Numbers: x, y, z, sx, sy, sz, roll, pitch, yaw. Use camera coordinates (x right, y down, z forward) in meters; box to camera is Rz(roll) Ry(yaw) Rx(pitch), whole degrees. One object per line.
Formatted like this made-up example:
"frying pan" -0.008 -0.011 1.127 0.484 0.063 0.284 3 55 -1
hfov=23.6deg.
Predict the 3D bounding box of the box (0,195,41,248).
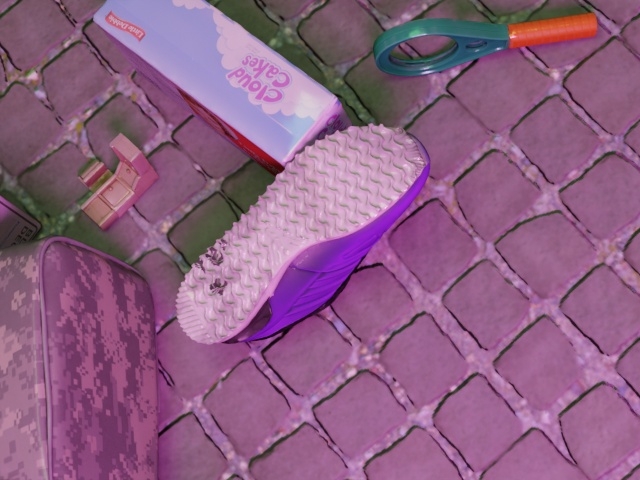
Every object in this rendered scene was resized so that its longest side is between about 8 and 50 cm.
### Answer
"box" -0.415 -0.057 1.538 0.169 0.290 0.087 32 84 16

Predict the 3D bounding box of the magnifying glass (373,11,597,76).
"magnifying glass" 0.169 -0.208 1.579 0.231 0.092 0.026 -6 69 -1

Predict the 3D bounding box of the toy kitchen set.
"toy kitchen set" -0.230 -0.071 1.617 0.068 0.075 0.083 42 81 20

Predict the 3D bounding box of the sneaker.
"sneaker" -0.001 0.000 1.511 0.293 0.146 0.102 -39 64 16

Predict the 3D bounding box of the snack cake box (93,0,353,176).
"snack cake box" -0.092 -0.162 1.575 0.264 0.152 0.089 38 84 18

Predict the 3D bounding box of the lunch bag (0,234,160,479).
"lunch bag" -0.313 0.170 1.505 0.256 0.212 0.305 -14 71 25
